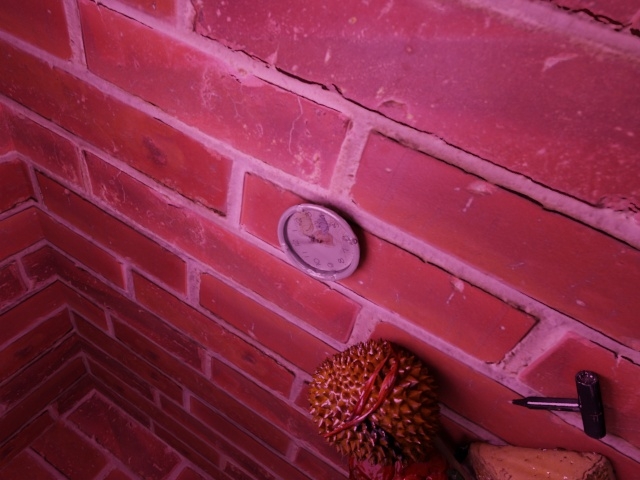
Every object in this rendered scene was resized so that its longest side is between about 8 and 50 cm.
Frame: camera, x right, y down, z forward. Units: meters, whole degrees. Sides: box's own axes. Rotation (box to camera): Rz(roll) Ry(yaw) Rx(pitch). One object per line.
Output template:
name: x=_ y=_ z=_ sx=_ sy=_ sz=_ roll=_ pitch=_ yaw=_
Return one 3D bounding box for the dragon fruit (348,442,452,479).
dragon fruit: x=0.238 y=0.707 z=1.268 sx=0.330 sy=0.228 sz=0.285 roll=8 pitch=123 yaw=31

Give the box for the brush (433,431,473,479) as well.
brush: x=0.397 y=0.685 z=1.226 sx=0.282 sy=0.048 sz=0.054 roll=54 pitch=155 yaw=-7

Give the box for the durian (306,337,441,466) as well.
durian: x=0.147 y=0.441 z=1.091 sx=0.385 sy=0.347 sz=0.347 roll=19 pitch=138 yaw=-21

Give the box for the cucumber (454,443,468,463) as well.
cucumber: x=0.427 y=0.649 z=1.213 sx=0.033 sy=0.034 sz=0.134 roll=-10 pitch=140 yaw=2

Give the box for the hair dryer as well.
hair dryer: x=0.554 y=0.375 z=0.952 sx=0.195 sy=0.050 sz=0.173 roll=-3 pitch=116 yaw=38

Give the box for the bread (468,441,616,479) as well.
bread: x=0.609 y=0.659 z=1.104 sx=0.248 sy=0.279 sz=0.315 roll=63 pitch=173 yaw=-18

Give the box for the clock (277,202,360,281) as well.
clock: x=0.000 y=0.000 z=1.038 sx=0.237 sy=0.053 sz=0.236 roll=18 pitch=131 yaw=21
